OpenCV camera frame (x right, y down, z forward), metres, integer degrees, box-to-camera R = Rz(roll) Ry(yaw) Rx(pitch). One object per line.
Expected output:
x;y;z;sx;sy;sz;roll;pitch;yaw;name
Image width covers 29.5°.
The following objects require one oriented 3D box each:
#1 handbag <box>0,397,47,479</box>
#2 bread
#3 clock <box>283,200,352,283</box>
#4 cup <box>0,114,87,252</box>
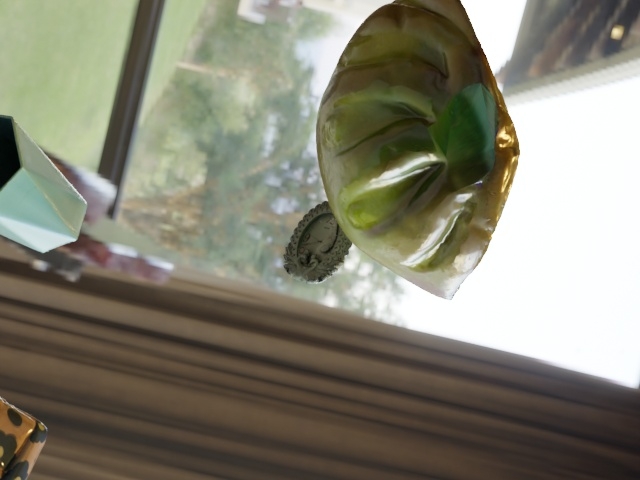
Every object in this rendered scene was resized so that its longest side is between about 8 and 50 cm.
-0.535;0.333;1.734;0.252;0.190;0.193;-29;-151;41;handbag
0.075;-0.074;1.010;0.158;0.156;0.260;-114;-177;-88;bread
0.000;0.000;1.095;0.010;0.074;0.083;37;75;-44;clock
-0.417;-0.066;1.643;0.235;0.148;0.134;57;48;-68;cup
